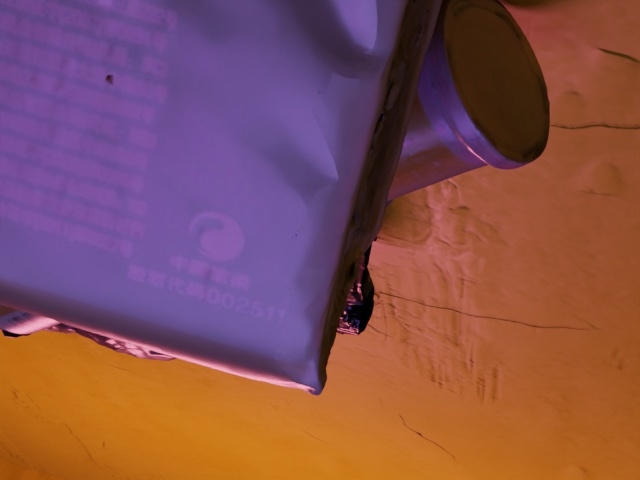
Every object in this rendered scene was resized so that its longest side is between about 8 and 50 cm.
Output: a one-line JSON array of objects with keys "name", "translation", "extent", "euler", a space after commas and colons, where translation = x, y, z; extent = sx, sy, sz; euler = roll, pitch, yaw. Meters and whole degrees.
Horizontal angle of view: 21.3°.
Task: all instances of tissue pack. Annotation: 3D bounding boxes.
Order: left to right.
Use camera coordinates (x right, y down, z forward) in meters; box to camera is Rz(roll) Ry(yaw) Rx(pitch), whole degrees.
[{"name": "tissue pack", "translation": [-0.141, -0.158, 0.693], "extent": [0.404, 0.205, 0.332], "euler": [18, 118, 6]}]

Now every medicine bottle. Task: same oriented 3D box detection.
[{"name": "medicine bottle", "translation": [-0.062, -0.036, 1.087], "extent": [0.426, 0.108, 0.108], "euler": [-20, 141, 34]}]

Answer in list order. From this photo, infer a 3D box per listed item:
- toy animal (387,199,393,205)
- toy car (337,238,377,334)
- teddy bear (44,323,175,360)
[{"name": "toy animal", "translation": [-0.005, -0.044, 1.220], "extent": [0.195, 0.090, 0.324], "euler": [13, 150, 25]}, {"name": "toy car", "translation": [0.000, 0.000, 1.381], "extent": [0.103, 0.063, 0.216], "euler": [15, 143, 8]}, {"name": "teddy bear", "translation": [-0.198, 0.013, 1.464], "extent": [0.267, 0.151, 0.236], "euler": [7, 160, 32]}]
